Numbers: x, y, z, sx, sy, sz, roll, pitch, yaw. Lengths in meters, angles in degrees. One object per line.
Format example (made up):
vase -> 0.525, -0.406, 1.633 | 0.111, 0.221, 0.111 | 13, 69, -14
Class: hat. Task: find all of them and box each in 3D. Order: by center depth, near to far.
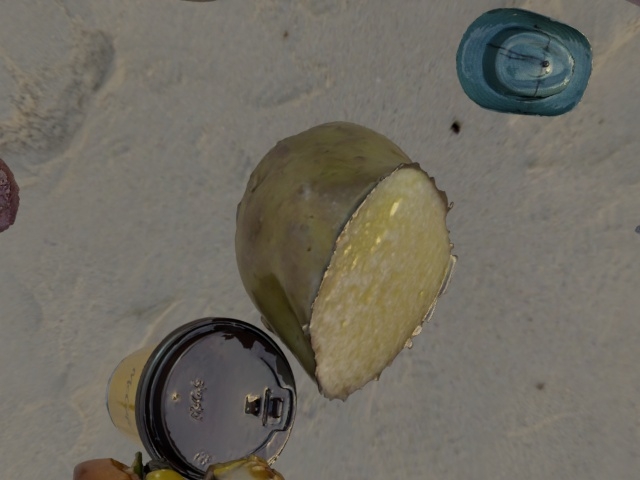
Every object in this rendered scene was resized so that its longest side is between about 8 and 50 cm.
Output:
hat -> 0.278, -0.233, 1.165 | 0.191, 0.078, 0.138 | 9, 100, -4

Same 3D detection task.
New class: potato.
potato -> 0.000, 0.000, 1.070 | 0.237, 0.301, 0.289 | 29, 62, 34

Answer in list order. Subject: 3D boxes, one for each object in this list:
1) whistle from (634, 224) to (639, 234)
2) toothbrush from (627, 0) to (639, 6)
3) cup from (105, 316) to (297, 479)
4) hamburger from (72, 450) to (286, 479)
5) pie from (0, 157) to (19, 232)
whistle -> 0.486, -0.016, 1.280 | 0.029, 0.083, 0.033 | 35, 84, -15
toothbrush -> 0.364, -0.280, 1.023 | 0.194, 0.014, 0.017 | 22, 74, -3
cup -> -0.161, 0.194, 1.080 | 0.196, 0.280, 0.196 | 4, 82, -30
hamburger -> -0.111, 0.321, 0.756 | 0.225, 0.291, 0.291 | -1, 89, -16
pie -> -0.457, -0.071, 1.142 | 0.154, 0.036, 0.154 | 12, 128, 15
